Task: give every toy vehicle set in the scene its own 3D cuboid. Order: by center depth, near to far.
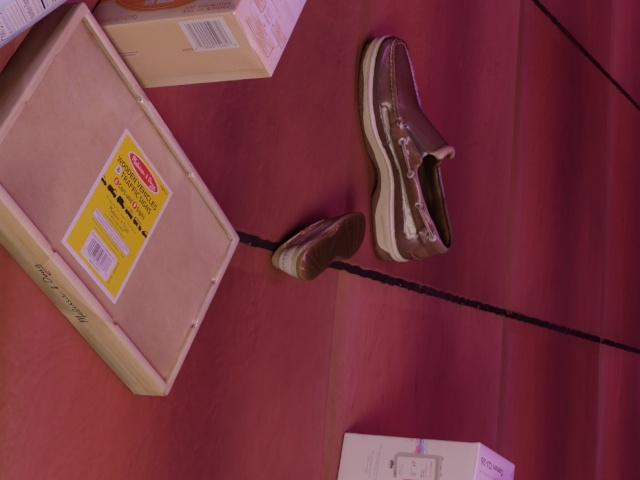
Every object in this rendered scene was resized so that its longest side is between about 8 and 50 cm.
[{"bbox_3d":[-0.160,-0.024,0.859,0.267,0.035,0.166,60,41,-41],"label":"toy vehicle set"}]

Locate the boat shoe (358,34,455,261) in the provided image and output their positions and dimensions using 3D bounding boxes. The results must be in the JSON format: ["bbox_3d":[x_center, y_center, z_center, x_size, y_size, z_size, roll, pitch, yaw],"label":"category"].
[{"bbox_3d":[0.109,-0.104,1.270,0.095,0.095,0.257,-26,112,-58],"label":"boat shoe"}]

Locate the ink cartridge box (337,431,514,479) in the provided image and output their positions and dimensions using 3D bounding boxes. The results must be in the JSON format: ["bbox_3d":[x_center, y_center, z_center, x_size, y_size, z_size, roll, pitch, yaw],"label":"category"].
[{"bbox_3d":[0.132,0.254,1.202,0.115,0.198,0.067,38,58,-54],"label":"ink cartridge box"}]

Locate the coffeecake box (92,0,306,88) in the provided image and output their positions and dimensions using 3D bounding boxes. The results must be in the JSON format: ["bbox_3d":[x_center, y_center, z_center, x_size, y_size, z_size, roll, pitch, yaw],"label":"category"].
[{"bbox_3d":[-0.082,-0.212,0.892,0.068,0.142,0.185,58,42,-43],"label":"coffeecake box"}]

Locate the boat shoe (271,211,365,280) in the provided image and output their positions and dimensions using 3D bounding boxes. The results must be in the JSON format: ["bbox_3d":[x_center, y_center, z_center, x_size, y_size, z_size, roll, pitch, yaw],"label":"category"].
[{"bbox_3d":[0.000,0.000,1.128,0.135,0.045,0.050,-28,123,-55],"label":"boat shoe"}]

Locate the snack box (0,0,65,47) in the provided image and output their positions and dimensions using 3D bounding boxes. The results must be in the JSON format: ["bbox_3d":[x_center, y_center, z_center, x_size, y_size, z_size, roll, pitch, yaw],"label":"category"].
[{"bbox_3d":[-0.170,-0.228,0.628,0.174,0.207,0.070,51,-8,2],"label":"snack box"}]
